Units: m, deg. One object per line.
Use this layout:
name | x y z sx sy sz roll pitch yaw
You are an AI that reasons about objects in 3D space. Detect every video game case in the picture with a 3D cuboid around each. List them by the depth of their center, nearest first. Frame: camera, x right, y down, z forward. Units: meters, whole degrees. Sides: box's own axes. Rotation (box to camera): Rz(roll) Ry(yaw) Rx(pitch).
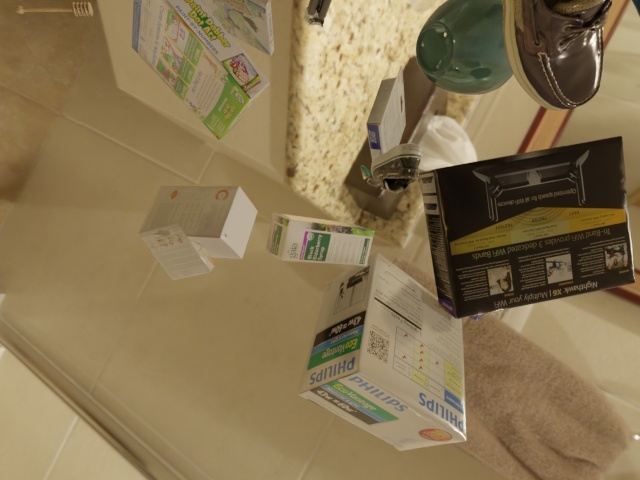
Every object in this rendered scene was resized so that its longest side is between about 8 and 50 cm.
video game case | -0.315 -0.791 1.357 0.036 0.329 0.300 -63 -178 -5

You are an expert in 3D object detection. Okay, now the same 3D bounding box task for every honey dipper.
honey dipper | -0.625 -0.543 0.935 0.161 0.030 0.030 -6 136 -12

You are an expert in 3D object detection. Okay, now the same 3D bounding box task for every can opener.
can opener | -0.006 -0.791 1.331 0.280 0.074 0.093 -124 -133 -77

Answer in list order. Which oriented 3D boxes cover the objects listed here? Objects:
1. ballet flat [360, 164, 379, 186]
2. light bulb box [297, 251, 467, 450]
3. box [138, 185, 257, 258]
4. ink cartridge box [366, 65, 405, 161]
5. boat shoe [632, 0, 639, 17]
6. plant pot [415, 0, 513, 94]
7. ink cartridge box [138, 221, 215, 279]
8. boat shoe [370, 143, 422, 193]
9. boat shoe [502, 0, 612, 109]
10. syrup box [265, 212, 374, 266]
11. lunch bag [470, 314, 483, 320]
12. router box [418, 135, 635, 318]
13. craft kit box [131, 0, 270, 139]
ballet flat | 0.193 -0.252 1.593 0.041 0.114 0.041 -46 -162 20
light bulb box | 0.178 0.291 1.050 0.225 0.358 0.360 -38 -157 41
box | -0.442 -0.068 1.464 0.168 0.346 0.214 60 38 -56
ink cartridge box | 0.276 -0.478 1.642 0.324 0.072 0.329 66 38 -56
boat shoe | 0.759 -0.472 0.848 0.089 0.257 0.109 -11 176 -26
plant pot | 0.385 -0.545 1.116 0.196 0.290 0.290 -22 140 -28
ink cartridge box | -0.407 0.026 1.139 0.045 0.146 0.179 -70 142 -55
boat shoe | 0.230 -0.210 1.281 0.335 0.121 0.118 127 -31 -86
boat shoe | 0.270 -0.266 0.446 0.103 0.092 0.285 -34 122 2
syrup box | 0.000 0.000 0.938 0.237 0.096 0.093 6 100 -33
lunch bag | 0.431 0.164 1.114 0.065 0.067 0.098 -55 -163 34
router box | 0.339 -0.023 0.661 0.081 0.310 0.242 -129 -151 -83
craft kit box | -0.231 -0.325 0.732 0.061 0.246 0.250 -46 -163 -21
